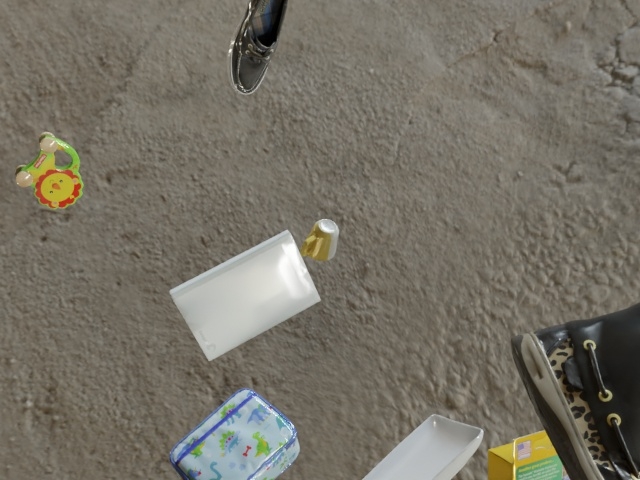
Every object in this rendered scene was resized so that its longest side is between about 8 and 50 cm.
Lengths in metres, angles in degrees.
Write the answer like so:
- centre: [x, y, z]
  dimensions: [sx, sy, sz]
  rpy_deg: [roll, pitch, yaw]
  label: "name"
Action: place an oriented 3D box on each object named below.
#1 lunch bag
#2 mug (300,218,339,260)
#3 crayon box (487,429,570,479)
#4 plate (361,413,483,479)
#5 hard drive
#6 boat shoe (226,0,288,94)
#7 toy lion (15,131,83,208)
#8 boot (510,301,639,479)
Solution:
- centre: [-0.166, 0.404, 1.165]
  dimensions: [0.219, 0.090, 0.176]
  rpy_deg: [-36, 51, -26]
  label: "lunch bag"
- centre: [0.004, 0.000, 1.116]
  dimensions: [0.062, 0.064, 0.078]
  rpy_deg: [21, 46, 0]
  label: "mug"
- centre: [0.470, 0.552, 1.326]
  dimensions: [0.203, 0.083, 0.323]
  rpy_deg: [-5, 97, -26]
  label: "crayon box"
- centre: [0.207, 0.495, 1.304]
  dimensions: [0.278, 0.277, 0.045]
  rpy_deg: [-38, 91, -15]
  label: "plate"
- centre: [-0.173, 0.132, 1.445]
  dimensions: [0.307, 0.203, 0.040]
  rpy_deg: [-28, 26, -10]
  label: "hard drive"
- centre: [-0.106, -0.361, 1.079]
  dimensions: [0.228, 0.080, 0.076]
  rpy_deg: [-65, 31, 25]
  label: "boat shoe"
- centre: [-0.401, -0.099, 0.919]
  dimensions: [0.100, 0.096, 0.034]
  rpy_deg: [-52, 40, 6]
  label: "toy lion"
- centre: [0.454, 0.243, 0.783]
  dimensions: [0.284, 0.138, 0.377]
  rpy_deg: [-26, 59, 5]
  label: "boot"
